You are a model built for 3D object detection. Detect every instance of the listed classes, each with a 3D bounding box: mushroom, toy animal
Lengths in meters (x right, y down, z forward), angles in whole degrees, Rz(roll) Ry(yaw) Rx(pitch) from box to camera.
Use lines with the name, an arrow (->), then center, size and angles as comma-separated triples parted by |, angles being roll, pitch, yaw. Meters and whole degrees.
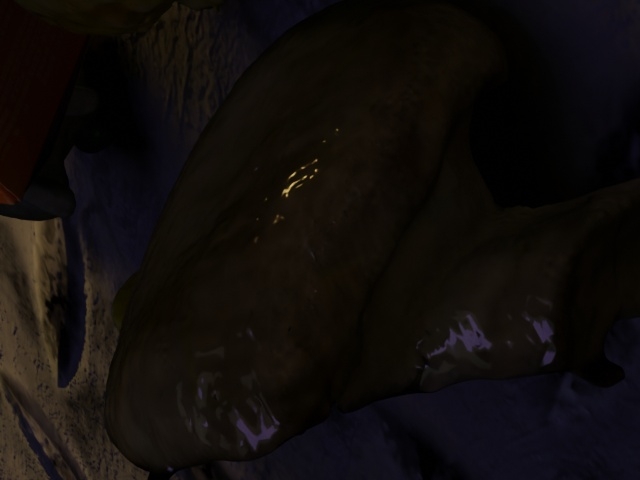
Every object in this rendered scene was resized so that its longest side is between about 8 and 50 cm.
mushroom -> -0.010, 0.002, 0.737 | 0.292, 0.217, 0.212 | 9, 114, 57
toy animal -> -0.233, -0.097, 1.153 | 0.127, 0.125, 0.251 | 45, 178, -21

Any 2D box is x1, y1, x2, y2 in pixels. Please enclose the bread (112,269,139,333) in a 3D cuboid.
bread -> -0.067, 0.064, 0.997 | 0.129, 0.111, 0.114 | 25, 138, 56

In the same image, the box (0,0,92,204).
box -> -0.315, -0.164, 0.884 | 0.225, 0.143, 0.341 | 6, 153, 30

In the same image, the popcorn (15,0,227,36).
popcorn -> -0.112, -0.207, 0.802 | 0.221, 0.183, 0.204 | 40, 146, 50
